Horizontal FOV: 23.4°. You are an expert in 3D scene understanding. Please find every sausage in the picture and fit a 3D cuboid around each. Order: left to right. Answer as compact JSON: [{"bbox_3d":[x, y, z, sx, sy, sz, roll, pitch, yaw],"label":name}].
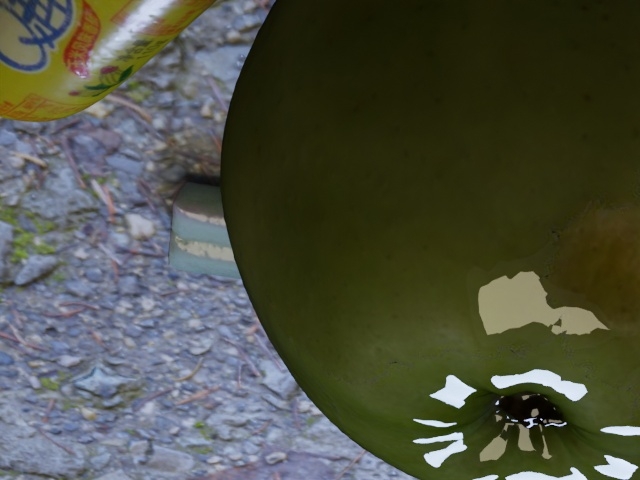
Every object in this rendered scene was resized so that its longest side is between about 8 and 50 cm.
[{"bbox_3d":[-0.107,-0.176,0.883,0.123,0.123,0.347,35,132,-24],"label":"sausage"}]

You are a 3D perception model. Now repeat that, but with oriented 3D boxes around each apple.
[{"bbox_3d":[0.112,-0.034,0.854,0.357,0.357,0.357,5,136,5],"label":"apple"}]

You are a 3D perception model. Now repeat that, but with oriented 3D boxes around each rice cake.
[{"bbox_3d":[-0.001,0.000,1.106,0.222,0.042,0.080,7,137,4],"label":"rice cake"}]
